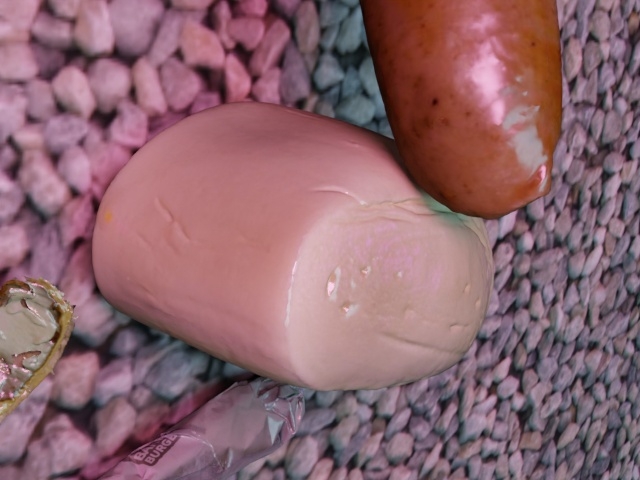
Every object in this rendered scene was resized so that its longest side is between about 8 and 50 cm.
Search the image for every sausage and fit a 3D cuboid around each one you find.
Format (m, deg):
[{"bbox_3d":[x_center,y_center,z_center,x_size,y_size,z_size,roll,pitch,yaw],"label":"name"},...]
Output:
[{"bbox_3d":[0.078,-0.258,0.676,0.123,0.136,0.500,12,77,-53],"label":"sausage"}]

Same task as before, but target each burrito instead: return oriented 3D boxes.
[{"bbox_3d":[-0.090,0.154,0.804,0.203,0.064,0.064,-29,127,-37],"label":"burrito"}]

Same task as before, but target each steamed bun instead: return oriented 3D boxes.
[{"bbox_3d":[0.000,0.000,0.724,0.250,0.200,0.154,-4,109,-53],"label":"steamed bun"}]

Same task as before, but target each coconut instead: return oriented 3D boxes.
[{"bbox_3d":[-0.219,0.070,0.609,0.158,0.055,0.133,19,93,-51],"label":"coconut"}]
